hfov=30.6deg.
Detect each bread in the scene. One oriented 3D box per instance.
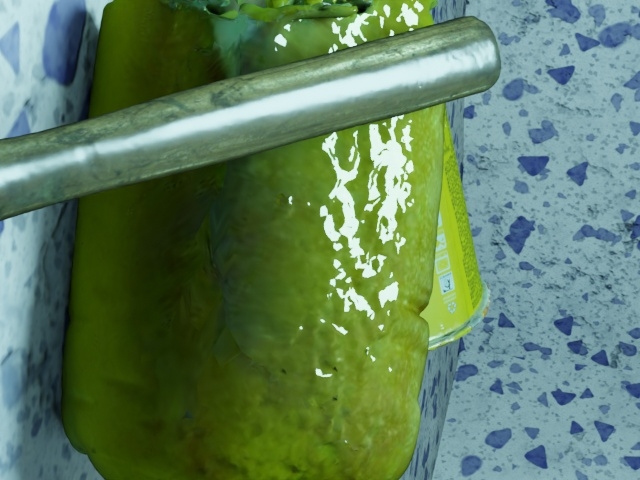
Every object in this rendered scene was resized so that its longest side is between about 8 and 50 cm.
[{"bbox_3d":[-0.036,0.000,0.784,0.208,0.251,0.376,-179,-84,-74],"label":"bread"}]

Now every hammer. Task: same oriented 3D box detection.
[{"bbox_3d":[-0.062,-0.059,0.589,0.440,0.044,0.168,-21,111,-38],"label":"hammer"}]

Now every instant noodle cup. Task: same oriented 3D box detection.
[{"bbox_3d":[0.023,-0.023,1.099,0.264,0.264,0.200,-55,139,-65],"label":"instant noodle cup"}]

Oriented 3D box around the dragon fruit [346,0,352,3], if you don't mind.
[{"bbox_3d":[0.051,-0.320,0.950,0.269,0.291,0.250,79,16,-55],"label":"dragon fruit"}]
